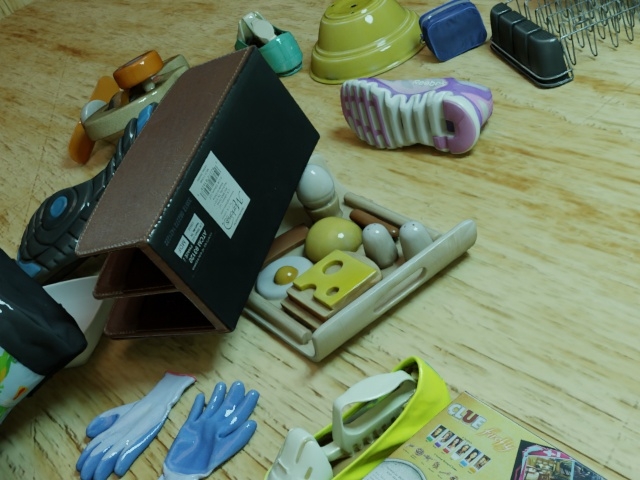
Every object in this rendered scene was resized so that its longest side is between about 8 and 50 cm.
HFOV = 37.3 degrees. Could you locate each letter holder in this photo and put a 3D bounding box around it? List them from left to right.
[{"bbox_3d":[-0.167,-0.051,1.096,0.214,0.152,0.301,-8,44,36],"label":"letter holder"}]

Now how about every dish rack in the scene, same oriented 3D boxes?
[{"bbox_3d":[0.387,-0.326,1.335,0.272,0.074,0.208,-23,33,-2],"label":"dish rack"}]

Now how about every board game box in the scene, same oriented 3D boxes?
[{"bbox_3d":[0.136,0.225,0.709,0.165,0.042,0.243,-36,34,-18],"label":"board game box"}]

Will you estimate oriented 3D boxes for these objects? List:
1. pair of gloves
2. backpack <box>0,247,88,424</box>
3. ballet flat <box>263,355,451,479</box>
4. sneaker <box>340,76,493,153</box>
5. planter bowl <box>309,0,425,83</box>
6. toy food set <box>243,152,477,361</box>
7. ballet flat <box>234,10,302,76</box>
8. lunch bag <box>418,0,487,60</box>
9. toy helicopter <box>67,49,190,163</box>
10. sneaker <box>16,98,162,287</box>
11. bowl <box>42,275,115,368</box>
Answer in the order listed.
[{"bbox_3d":[-0.160,0.196,0.969,0.198,0.023,0.159,8,43,40],"label":"pair of gloves"},{"bbox_3d":[-0.482,0.157,1.027,0.290,0.273,0.355,38,94,34],"label":"backpack"},{"bbox_3d":[0.014,0.179,0.824,0.231,0.077,0.077,-34,34,-15],"label":"ballet flat"},{"bbox_3d":[0.133,-0.181,1.276,0.236,0.095,0.104,15,42,40],"label":"sneaker"},{"bbox_3d":[0.067,-0.353,1.566,0.217,0.090,0.217,-17,32,11],"label":"planter bowl"},{"bbox_3d":[0.000,0.000,1.084,0.220,0.092,0.306,-36,33,-18],"label":"toy food set"},{"bbox_3d":[-0.102,-0.366,1.699,0.083,0.087,0.247,-31,32,-10],"label":"ballet flat"},{"bbox_3d":[0.199,-0.325,1.458,0.098,0.067,0.065,-23,31,4],"label":"lunch bag"},{"bbox_3d":[-0.320,-0.253,1.677,0.235,0.140,0.355,-24,20,18],"label":"toy helicopter"},{"bbox_3d":[-0.275,-0.037,1.312,0.341,0.140,0.125,-39,49,12],"label":"sneaker"},{"bbox_3d":[-0.323,0.111,1.173,0.142,0.053,0.142,-12,34,20],"label":"bowl"}]
